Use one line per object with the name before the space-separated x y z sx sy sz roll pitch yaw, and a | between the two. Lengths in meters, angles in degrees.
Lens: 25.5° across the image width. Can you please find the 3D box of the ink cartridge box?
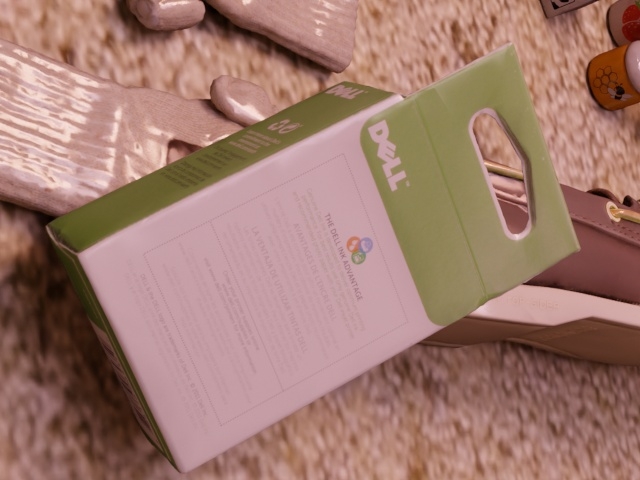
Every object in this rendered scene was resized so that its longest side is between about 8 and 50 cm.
ink cartridge box | 0.000 0.000 0.619 0.209 0.062 0.109 -28 111 -15

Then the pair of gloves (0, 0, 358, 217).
pair of gloves | -0.063 -0.095 0.679 0.204 0.042 0.240 30 58 -32

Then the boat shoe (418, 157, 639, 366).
boat shoe | 0.152 0.016 0.796 0.324 0.117 0.096 9 74 -35

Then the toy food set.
toy food set | 0.203 -0.211 0.915 0.111 0.104 0.232 -21 92 -44
